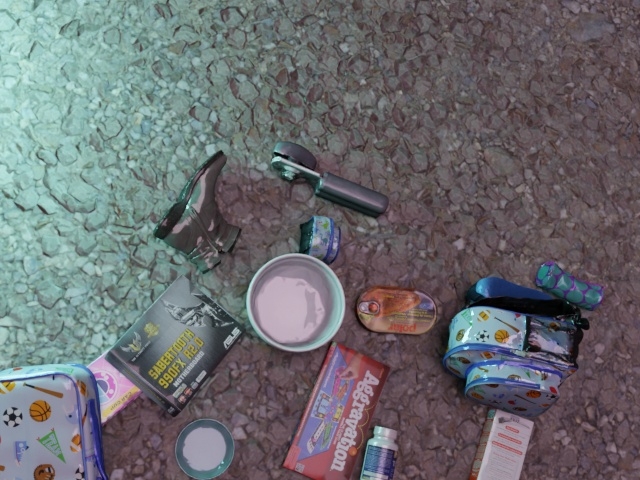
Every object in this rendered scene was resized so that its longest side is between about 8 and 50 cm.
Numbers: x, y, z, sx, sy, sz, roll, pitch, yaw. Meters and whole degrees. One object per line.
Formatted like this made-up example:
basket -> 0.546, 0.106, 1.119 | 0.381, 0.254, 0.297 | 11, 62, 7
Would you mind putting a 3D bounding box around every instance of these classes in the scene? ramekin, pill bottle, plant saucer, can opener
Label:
ramekin -> -0.059, 0.138, 1.595 | 0.207, 0.109, 0.207 | 3, 76, -13
pill bottle -> 0.127, 0.456, 1.581 | 0.067, 0.067, 0.120 | 16, 74, -9
plant saucer -> -0.235, 0.424, 1.529 | 0.119, 0.021, 0.120 | 3, 75, -12
can opener -> 0.024, -0.145, 1.701 | 0.283, 0.076, 0.095 | 21, 74, -9

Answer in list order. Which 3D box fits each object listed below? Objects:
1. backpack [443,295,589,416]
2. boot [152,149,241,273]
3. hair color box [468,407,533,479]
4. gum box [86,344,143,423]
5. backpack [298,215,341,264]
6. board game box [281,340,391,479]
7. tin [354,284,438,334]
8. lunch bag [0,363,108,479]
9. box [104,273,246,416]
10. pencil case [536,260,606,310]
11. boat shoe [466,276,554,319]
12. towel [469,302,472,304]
backpack -> 0.395, 0.249, 1.604 | 0.263, 0.277, 0.213 | 18, 58, 8
boot -> -0.236, -0.060, 1.630 | 0.161, 0.083, 0.247 | 36, 73, -14
hair color box -> 0.397, 0.463, 1.651 | 0.093, 0.053, 0.167 | 23, 74, -5
gum box -> -0.439, 0.302, 1.489 | 0.188, 0.062, 0.107 | -39, 87, -18
backpack -> 0.000, 0.000, 1.639 | 0.084, 0.114, 0.105 | 9, 74, -11
board game box -> 0.036, 0.373, 1.603 | 0.145, 0.027, 0.282 | 25, 72, -8
tin -> 0.169, 0.158, 1.682 | 0.189, 0.040, 0.106 | 6, 71, -12
lunch bag -> -0.513, 0.384, 1.382 | 0.243, 0.115, 0.304 | -6, 90, 1
box -> -0.287, 0.207, 1.514 | 0.183, 0.056, 0.231 | 42, 52, -3
pencil case -> 0.591, 0.107, 1.778 | 0.151, 0.064, 0.070 | 27, 97, -6
boat shoe -> 0.453, 0.148, 1.720 | 0.258, 0.089, 0.109 | 31, 64, -14
towel -> 0.392, 0.143, 1.751 | 0.083, 0.009, 0.060 | -42, 89, -18
